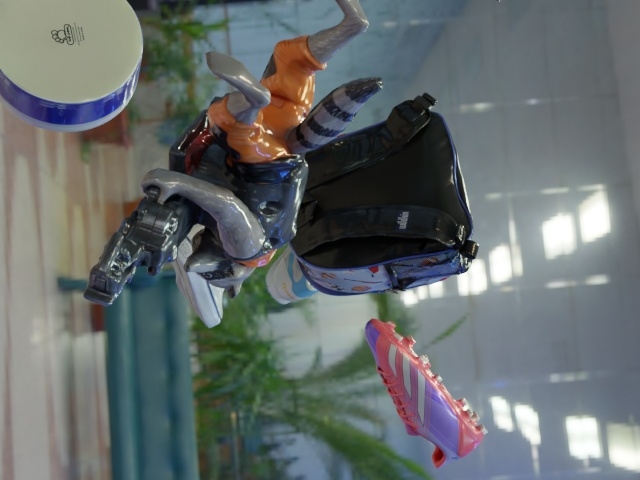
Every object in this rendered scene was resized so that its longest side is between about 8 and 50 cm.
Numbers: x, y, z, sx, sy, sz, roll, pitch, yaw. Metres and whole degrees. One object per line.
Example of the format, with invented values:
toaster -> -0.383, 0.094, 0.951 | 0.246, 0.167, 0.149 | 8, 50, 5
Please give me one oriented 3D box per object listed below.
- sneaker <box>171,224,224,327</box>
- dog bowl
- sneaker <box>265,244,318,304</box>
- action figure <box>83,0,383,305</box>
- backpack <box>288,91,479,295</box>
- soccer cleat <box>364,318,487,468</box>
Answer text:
sneaker -> -0.169, 0.055, 1.827 | 0.094, 0.091, 0.258 | 52, -15, 22
dog bowl -> -0.440, -0.327, 2.037 | 0.104, 0.265, 0.265 | 125, -37, -63
sneaker -> 0.000, 0.000, 1.862 | 0.087, 0.092, 0.229 | 42, 55, -30
action figure -> -0.077, -0.054, 1.145 | 0.341, 0.178, 0.330 | -61, 175, -43
backpack -> 0.076, -0.042, 1.715 | 0.213, 0.263, 0.276 | 81, -1, -59
soccer cleat -> 0.129, 0.212, 1.625 | 0.248, 0.095, 0.083 | 48, 5, -21
